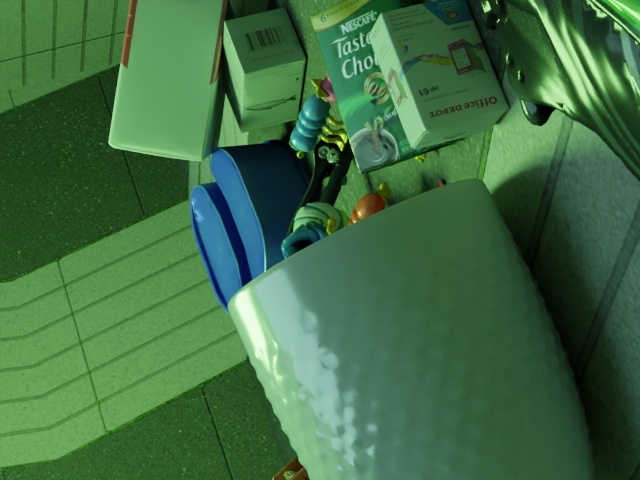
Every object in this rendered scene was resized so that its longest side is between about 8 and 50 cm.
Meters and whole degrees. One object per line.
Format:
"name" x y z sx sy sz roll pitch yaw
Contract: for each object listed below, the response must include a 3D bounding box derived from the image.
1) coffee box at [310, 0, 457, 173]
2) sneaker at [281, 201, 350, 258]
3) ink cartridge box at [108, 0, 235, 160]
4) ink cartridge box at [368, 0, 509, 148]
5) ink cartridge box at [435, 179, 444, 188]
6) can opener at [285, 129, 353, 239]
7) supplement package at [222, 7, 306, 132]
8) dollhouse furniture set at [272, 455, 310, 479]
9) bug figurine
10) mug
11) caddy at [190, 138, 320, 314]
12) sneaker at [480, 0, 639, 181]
"coffee box" 0.066 -0.174 1.076 0.113 0.040 0.184 -17 89 34
"sneaker" 0.000 0.000 1.284 0.126 0.091 0.240 51 -173 -39
"ink cartridge box" -0.249 -0.294 1.784 0.384 0.160 0.279 -112 31 -82
"ink cartridge box" 0.110 -0.157 0.940 0.052 0.088 0.122 128 124 -71
"ink cartridge box" 0.145 0.116 1.193 0.261 0.066 0.296 101 150 -65
"can opener" 0.003 -0.068 1.425 0.073 0.059 0.186 21 -91 -65
"supplement package" -0.093 -0.270 1.622 0.179 0.105 0.105 102 149 -65
"dollhouse furniture set" 0.074 0.577 1.994 0.374 0.152 0.201 56 166 0
"bug figurine" 0.035 -0.121 1.215 0.279 0.072 0.216 63 144 40
"mug" 0.102 0.157 0.995 0.374 0.276 0.328 97 147 -80
"caddy" -0.092 -0.019 1.793 0.241 0.179 0.341 -54 50 46
"sneaker" 0.134 -0.183 0.593 0.202 0.185 0.482 98 154 -53
